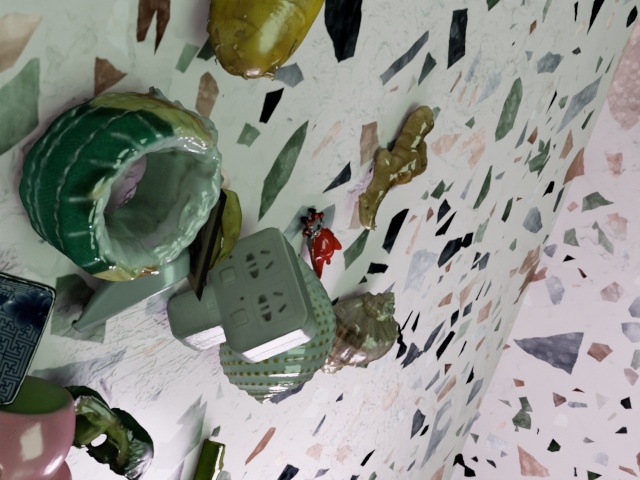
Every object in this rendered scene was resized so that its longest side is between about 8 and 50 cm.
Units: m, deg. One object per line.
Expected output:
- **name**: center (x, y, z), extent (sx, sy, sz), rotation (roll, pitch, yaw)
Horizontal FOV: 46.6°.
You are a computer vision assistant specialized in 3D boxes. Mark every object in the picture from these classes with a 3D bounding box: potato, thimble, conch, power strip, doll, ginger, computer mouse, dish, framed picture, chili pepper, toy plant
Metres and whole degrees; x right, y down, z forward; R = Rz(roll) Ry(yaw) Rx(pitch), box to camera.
- **potato**: center (-0.073, -0.395, 1.175), extent (0.173, 0.140, 0.300), rotation (27, 87, -53)
- **thimble**: center (-0.282, -0.087, 1.096), extent (0.288, 0.167, 0.254), rotation (-51, 145, -18)
- **conch**: center (0.111, 0.259, 2.000), extent (0.291, 0.159, 0.210), rotation (-61, 151, 6)
- **power strip**: center (-0.150, 0.132, 1.453), extent (0.261, 0.230, 0.141), rotation (-23, 149, 6)
- **conch**: center (-0.069, 0.202, 1.643), extent (0.319, 0.215, 0.303), rotation (-60, 160, 2)
- **doll**: center (0.000, 0.000, 1.705), extent (0.109, 0.057, 0.169), rotation (-54, 147, -29)
- **ginger**: center (0.184, -0.173, 1.806), extent (0.334, 0.081, 0.148), rotation (-51, 144, -16)
- **computer mouse**: center (-0.314, 0.070, 1.225), extent (0.230, 0.079, 0.128), rotation (-30, -175, 7)
- **potato**: center (-0.169, -0.017, 1.363), extent (0.120, 0.081, 0.149), rotation (-4, 85, -54)
- **dish**: center (-0.503, 0.111, 1.001), extent (0.243, 0.080, 0.182), rotation (27, 80, -48)
- **framed picture**: center (-0.210, -0.025, 1.259), extent (0.010, 0.199, 0.195), rotation (8, 111, -27)
- **chili pepper**: center (-0.404, 0.340, 1.337), extent (0.148, 0.116, 0.264), rotation (-39, 127, 5)
- **toy plant**: center (-0.518, 0.382, 1.132), extent (0.210, 0.316, 0.356), rotation (-82, -174, -76)

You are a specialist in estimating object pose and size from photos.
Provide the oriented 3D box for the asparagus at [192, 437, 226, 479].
- **asparagus**: center (-0.283, 0.587, 1.806), extent (0.067, 0.060, 0.278), rotation (5, 113, -36)
